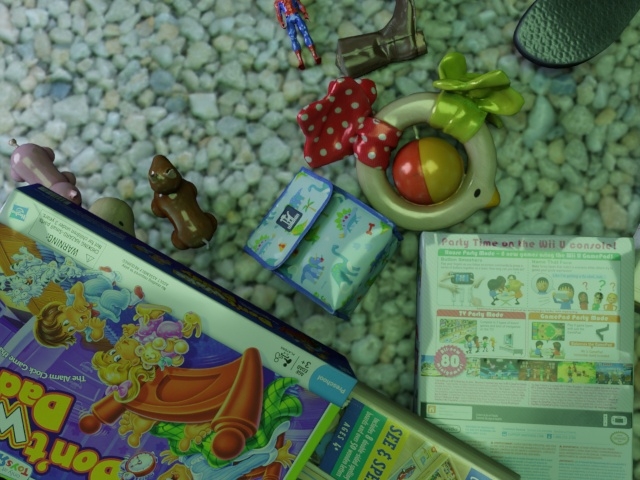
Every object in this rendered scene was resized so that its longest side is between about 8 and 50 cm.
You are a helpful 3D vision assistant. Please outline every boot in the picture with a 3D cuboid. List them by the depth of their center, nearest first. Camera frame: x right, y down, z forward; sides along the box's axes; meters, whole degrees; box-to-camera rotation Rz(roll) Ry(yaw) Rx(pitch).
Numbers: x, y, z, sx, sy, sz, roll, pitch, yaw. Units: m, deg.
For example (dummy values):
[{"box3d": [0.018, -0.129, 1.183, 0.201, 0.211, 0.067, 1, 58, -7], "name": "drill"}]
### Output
[{"box3d": [0.065, -0.263, 0.857, 0.114, 0.037, 0.106, -17, 82, 5], "name": "boot"}]

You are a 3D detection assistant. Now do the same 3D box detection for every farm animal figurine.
[{"box3d": [-0.267, 0.037, 0.734, 0.330, 0.172, 0.326, -4, 86, -14], "name": "farm animal figurine"}]

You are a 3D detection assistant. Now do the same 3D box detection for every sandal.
[{"box3d": [0.343, -0.290, 0.844, 0.254, 0.054, 0.097, -36, 92, -11], "name": "sandal"}]

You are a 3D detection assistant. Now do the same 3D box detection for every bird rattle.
[{"box3d": [0.109, -0.108, 0.798, 0.254, 0.143, 0.206, -17, 99, 4], "name": "bird rattle"}]

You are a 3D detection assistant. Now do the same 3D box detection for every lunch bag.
[{"box3d": [0.000, 0.000, 0.810, 0.151, 0.096, 0.129, 35, 87, 19], "name": "lunch bag"}]

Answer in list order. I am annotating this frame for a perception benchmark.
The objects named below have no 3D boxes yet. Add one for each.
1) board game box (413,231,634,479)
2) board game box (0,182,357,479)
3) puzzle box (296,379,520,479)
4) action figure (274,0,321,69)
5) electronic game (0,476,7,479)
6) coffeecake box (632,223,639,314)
[{"box3d": [0.217, 0.144, 0.761, 0.224, 0.097, 0.303, 2, 89, 6], "name": "board game box"}, {"box3d": [-0.175, 0.136, 0.645, 0.347, 0.078, 0.233, 30, 93, -10], "name": "board game box"}, {"box3d": [-0.003, 0.358, 0.731, 0.272, 0.052, 0.408, 27, 97, 17], "name": "puzzle box"}, {"box3d": [-0.032, -0.275, 0.865, 0.038, 0.030, 0.115, -22, 82, 5], "name": "action figure"}, {"box3d": [-0.341, 0.277, 0.678, 0.229, 0.048, 0.229, 2, 85, -22], "name": "electronic game"}, {"box3d": [0.445, 0.015, 0.797, 0.142, 0.068, 0.185, 28, 87, 5], "name": "coffeecake box"}]
